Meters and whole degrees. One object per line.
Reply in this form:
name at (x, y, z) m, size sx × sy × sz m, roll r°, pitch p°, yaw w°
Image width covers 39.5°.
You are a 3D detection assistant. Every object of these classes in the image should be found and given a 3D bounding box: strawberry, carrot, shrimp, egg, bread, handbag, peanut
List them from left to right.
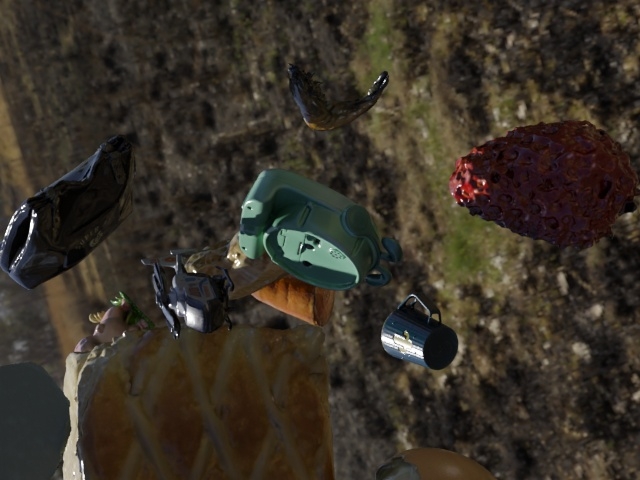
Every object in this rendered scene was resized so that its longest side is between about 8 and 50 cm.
handbag at (-0.497, -0.073, 1.815) m, size 0.152 × 0.342 × 0.288 m, roll 44°, pitch 150°, yaw 4°
bread at (-0.177, 0.324, 1.296) m, size 0.279 × 0.370 × 0.390 m, roll 154°, pitch 116°, yaw -68°
peanut at (-0.158, 0.039, 1.916) m, size 0.153 × 0.325 × 0.140 m, roll 25°, pitch -135°, yaw -65°
carrot at (-0.087, 0.113, 2.158) m, size 0.159 × 0.224 × 0.159 m, roll 9°, pitch -90°, yaw -76°
shrimp at (0.037, -0.316, 1.794) m, size 0.051 × 0.198 × 0.262 m, roll 67°, pitch -172°, yaw 30°
egg at (0.185, 0.417, 1.343) m, size 0.201 × 0.244 × 0.201 m, roll -35°, pitch 49°, yaw 54°
strawberry at (0.287, -0.091, 1.123) m, size 0.111 × 0.236 × 0.190 m, roll 103°, pitch 166°, yaw -56°

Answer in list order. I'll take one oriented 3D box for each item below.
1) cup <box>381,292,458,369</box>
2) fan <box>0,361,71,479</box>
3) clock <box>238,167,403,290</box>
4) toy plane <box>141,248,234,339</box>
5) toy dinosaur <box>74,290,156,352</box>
cup at (0.245, 0.219, 2.146) m, size 0.155 × 0.131 × 0.177 m, roll 22°, pitch 112°, yaw 56°
fan at (-0.391, 0.316, 1.180) m, size 0.010 × 0.182 × 0.310 m, roll 42°, pitch -153°, yaw -79°
clock at (0.001, -0.001, 1.015) m, size 0.188 × 0.060 × 0.148 m, roll 23°, pitch 151°, yaw 6°
toy plane at (-0.143, 0.052, 0.970) m, size 0.197 × 0.078 × 0.054 m, roll -131°, pitch 41°, yaw -60°
toy dinosaur at (-0.460, 0.224, 1.996) m, size 0.152 × 0.177 × 0.194 m, roll 50°, pitch 167°, yaw -9°
